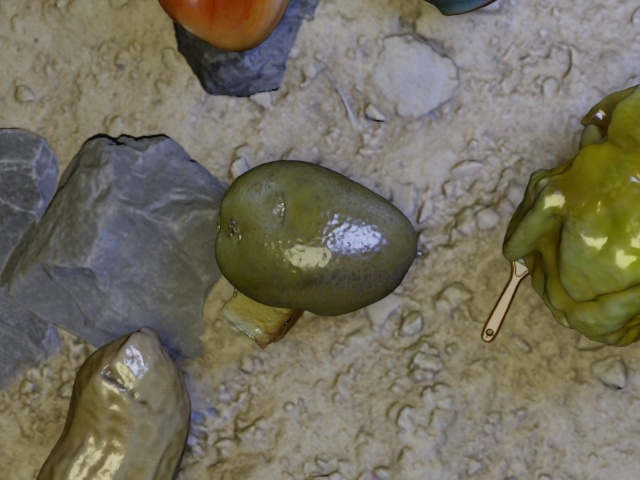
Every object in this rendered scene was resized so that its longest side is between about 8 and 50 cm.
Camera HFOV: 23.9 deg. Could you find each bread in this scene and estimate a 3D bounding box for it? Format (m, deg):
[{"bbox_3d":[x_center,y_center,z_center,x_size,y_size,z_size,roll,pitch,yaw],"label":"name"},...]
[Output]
[{"bbox_3d":[-0.068,0.074,1.834,0.084,0.109,0.080,35,102,9],"label":"bread"}]

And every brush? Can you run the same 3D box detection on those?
[{"bbox_3d":[0.236,0.048,1.829,0.043,0.014,0.170,26,99,7],"label":"brush"}]

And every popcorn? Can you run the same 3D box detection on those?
[{"bbox_3d":[0.379,-0.032,1.664,0.293,0.292,0.334,29,103,1],"label":"popcorn"}]

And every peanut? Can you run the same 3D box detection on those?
[{"bbox_3d":[-0.254,0.264,1.853,0.174,0.158,0.340,18,95,-32],"label":"peanut"}]

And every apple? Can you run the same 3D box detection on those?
[{"bbox_3d":[-0.111,-0.315,1.777,0.199,0.199,0.199,1,95,9],"label":"apple"}]

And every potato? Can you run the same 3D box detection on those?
[{"bbox_3d":[0.000,0.000,1.791,0.251,0.159,0.174,11,100,-1],"label":"potato"}]

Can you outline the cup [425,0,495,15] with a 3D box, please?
[{"bbox_3d":[0.155,-0.343,1.739,0.199,0.199,0.150,-18,110,10],"label":"cup"}]
